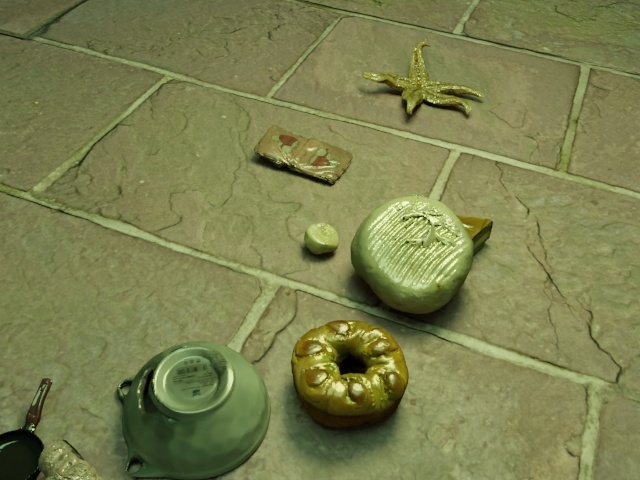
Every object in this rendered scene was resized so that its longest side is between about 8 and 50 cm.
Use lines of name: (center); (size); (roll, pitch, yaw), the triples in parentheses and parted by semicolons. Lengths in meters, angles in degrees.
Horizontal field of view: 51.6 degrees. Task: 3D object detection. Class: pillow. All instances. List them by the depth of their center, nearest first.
pillow: (-0.048, -0.231, 1.797); (0.249, 0.049, 0.135); (21, 48, 12)

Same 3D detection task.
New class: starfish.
starfish: (0.315, -0.486, 2.045); (0.376, 0.094, 0.326); (1, 54, -12)

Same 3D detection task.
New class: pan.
pan: (-0.527, 0.346, 1.178); (0.115, 0.040, 0.212); (8, 51, 6)

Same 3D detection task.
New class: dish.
dish: (-0.232, 0.283, 1.206); (0.304, 0.120, 0.302); (3, 44, -2)

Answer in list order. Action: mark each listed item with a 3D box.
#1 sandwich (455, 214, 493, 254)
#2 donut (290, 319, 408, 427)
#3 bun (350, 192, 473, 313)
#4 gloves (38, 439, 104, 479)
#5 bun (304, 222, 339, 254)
sandwich: (0.312, -0.032, 1.593); (0.163, 0.079, 0.113); (34, 50, 29)
donut: (0.055, 0.251, 1.258); (0.227, 0.113, 0.226); (1, 44, -1)
bun: (0.206, 0.033, 1.458); (0.273, 0.168, 0.272); (-2, 58, 3)
gloves: (-0.416, 0.399, 1.093); (0.094, 0.110, 0.144); (-31, 24, -21)
bun: (0.000, 0.000, 1.558); (0.086, 0.054, 0.086); (12, 44, -12)
